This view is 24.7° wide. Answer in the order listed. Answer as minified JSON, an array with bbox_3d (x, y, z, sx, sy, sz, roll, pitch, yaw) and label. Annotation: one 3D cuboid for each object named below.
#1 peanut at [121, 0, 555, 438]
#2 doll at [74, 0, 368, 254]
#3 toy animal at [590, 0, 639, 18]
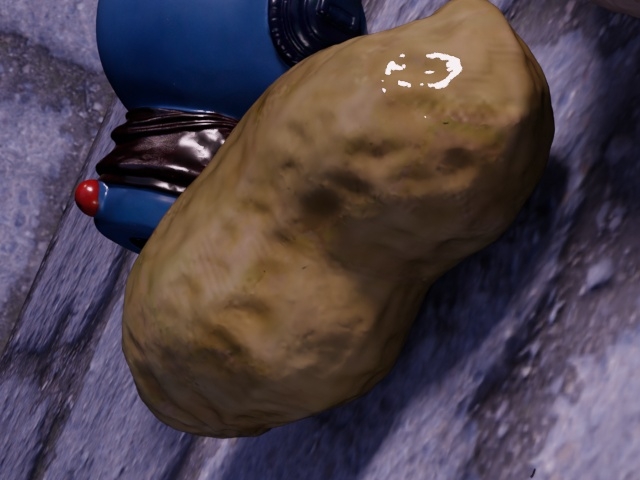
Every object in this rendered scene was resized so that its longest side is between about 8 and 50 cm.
[{"bbox_3d":[0.000,0.000,0.925,0.387,0.169,0.192,-49,30,36],"label":"peanut"},{"bbox_3d":[-0.079,-0.132,1.214,0.284,0.240,0.310,2,72,53],"label":"doll"},{"bbox_3d":[0.186,-0.213,0.685,0.226,0.188,0.358,-62,18,-9],"label":"toy animal"}]
